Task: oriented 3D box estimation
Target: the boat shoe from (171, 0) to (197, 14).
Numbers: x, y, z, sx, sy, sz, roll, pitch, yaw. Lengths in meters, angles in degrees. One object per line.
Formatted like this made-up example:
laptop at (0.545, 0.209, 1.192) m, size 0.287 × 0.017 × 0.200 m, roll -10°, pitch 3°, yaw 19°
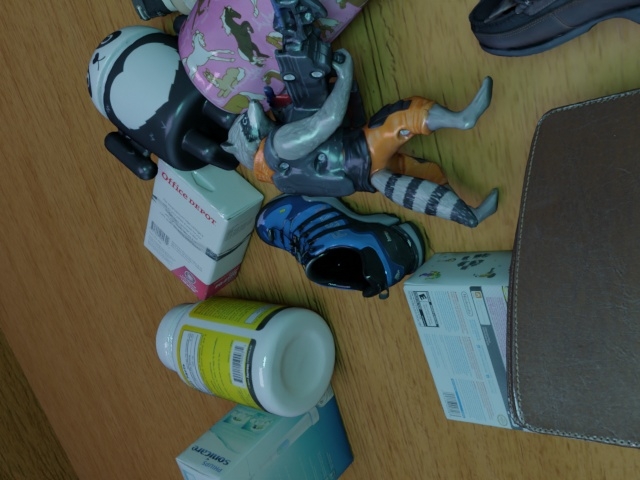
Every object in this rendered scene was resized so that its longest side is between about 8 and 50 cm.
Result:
boat shoe at (-0.221, -0.462, 0.875) m, size 0.098 × 0.109 × 0.302 m, roll -2°, pitch 121°, yaw 42°

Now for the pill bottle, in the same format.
pill bottle at (-0.151, 0.202, 1.193) m, size 0.333 × 0.188 × 0.188 m, roll 3°, pitch 119°, yaw 42°

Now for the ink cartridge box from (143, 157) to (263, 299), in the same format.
ink cartridge box at (-0.216, -0.034, 1.158) m, size 0.172 × 0.100 × 0.237 m, roll 41°, pitch 138°, yaw 14°

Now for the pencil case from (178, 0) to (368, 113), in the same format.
pencil case at (-0.024, -0.307, 0.759) m, size 0.386 × 0.167 × 0.160 m, roll -34°, pitch 60°, yaw 49°

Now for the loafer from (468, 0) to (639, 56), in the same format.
loafer at (0.226, -0.237, 0.554) m, size 0.095 × 0.109 × 0.302 m, roll 40°, pitch 170°, yaw -24°

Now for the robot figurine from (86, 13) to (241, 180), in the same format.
robot figurine at (-0.232, -0.218, 0.992) m, size 0.278 × 0.209 × 0.174 m, roll 36°, pitch 148°, yaw 19°

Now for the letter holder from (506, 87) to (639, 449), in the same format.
letter holder at (0.248, 0.036, 0.628) m, size 0.214 × 0.152 × 0.302 m, roll -5°, pitch 72°, yaw 46°

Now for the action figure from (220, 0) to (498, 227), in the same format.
action figure at (0.028, -0.124, 0.747) m, size 0.330 × 0.179 × 0.341 m, roll 6°, pitch 159°, yaw 22°

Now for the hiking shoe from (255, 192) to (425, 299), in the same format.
hiking shoe at (0.000, 0.000, 0.959) m, size 0.304 × 0.132 × 0.113 m, roll 12°, pitch 124°, yaw 37°

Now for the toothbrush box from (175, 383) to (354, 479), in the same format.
toothbrush box at (-0.091, 0.409, 1.195) m, size 0.126 × 0.295 × 0.217 m, roll 4°, pitch 120°, yaw 40°

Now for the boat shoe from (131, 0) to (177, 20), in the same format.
boat shoe at (-0.280, -0.445, 0.944) m, size 0.079 × 0.084 × 0.233 m, roll -9°, pitch 113°, yaw 27°

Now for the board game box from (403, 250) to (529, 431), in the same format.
board game box at (0.280, 0.130, 0.820) m, size 0.303 × 0.097 × 0.224 m, roll -3°, pitch 114°, yaw 44°
